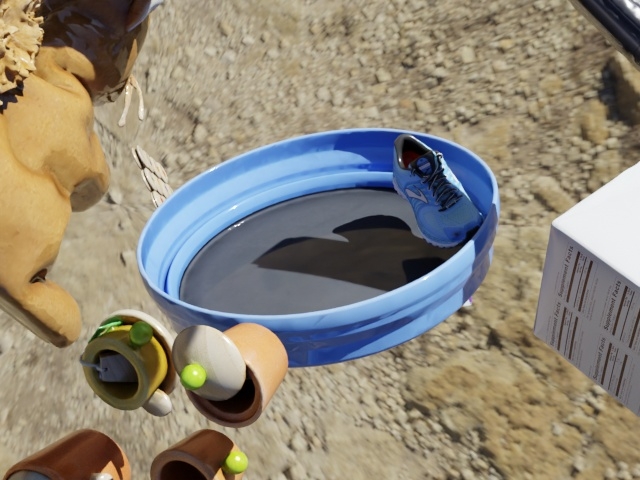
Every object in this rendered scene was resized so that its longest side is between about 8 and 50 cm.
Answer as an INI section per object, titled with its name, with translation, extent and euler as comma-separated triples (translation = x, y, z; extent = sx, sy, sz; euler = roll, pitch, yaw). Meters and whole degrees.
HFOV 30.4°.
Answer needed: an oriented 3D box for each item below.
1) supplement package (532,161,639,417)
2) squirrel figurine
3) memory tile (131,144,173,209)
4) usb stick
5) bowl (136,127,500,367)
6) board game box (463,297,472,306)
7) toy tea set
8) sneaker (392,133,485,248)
[supplement package]
translation = 0.325, 0.045, 1.004
extent = 0.194, 0.149, 0.203
euler = -31, 53, -26
[squirrel figurine]
translation = -0.311, -0.162, 1.157
extent = 0.281, 0.397, 0.370
euler = 24, 70, 24
[memory tile]
translation = -0.239, -0.079, 1.756
extent = 0.012, 0.148, 0.113
euler = -25, 78, 4
[usb stick]
translation = 0.256, -0.211, 1.046
extent = 0.045, 0.077, 0.278
euler = -44, 78, 8
[bowl]
translation = 0.000, 0.000, 1.272
extent = 0.391, 0.391, 0.077
euler = -17, 121, -9
[board game box]
translation = 0.085, 0.026, 1.810
extent = 0.142, 0.275, 0.144
euler = -7, 98, -38
[toy tea set]
translation = -0.158, 0.184, 0.986
extent = 0.200, 0.124, 0.336
euler = 32, 124, 12
[sneaker]
translation = 0.115, -0.054, 1.231
extent = 0.063, 0.162, 0.073
euler = -30, 135, -9
